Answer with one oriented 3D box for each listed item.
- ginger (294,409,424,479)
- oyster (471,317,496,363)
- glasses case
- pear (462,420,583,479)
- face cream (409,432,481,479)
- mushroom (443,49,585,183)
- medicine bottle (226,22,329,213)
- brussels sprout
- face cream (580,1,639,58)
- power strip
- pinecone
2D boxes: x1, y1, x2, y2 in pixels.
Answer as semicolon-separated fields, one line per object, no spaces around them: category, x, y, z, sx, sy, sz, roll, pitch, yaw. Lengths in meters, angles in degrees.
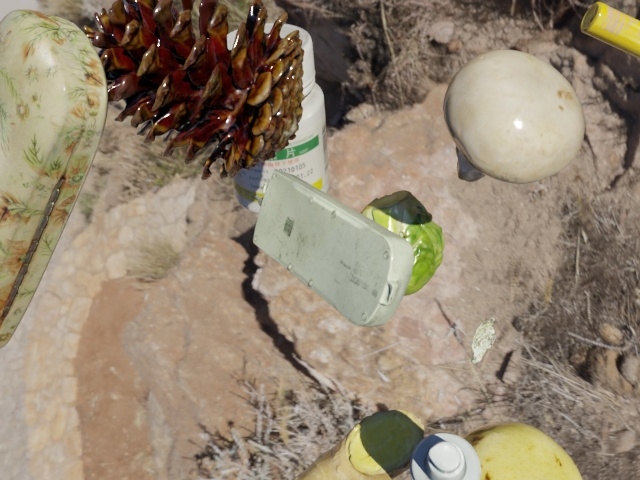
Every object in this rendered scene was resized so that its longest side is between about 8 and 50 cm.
ginger;0.057;0.437;1.214;0.354;0.190;0.126;-44;54;24
oyster;0.402;0.243;1.595;0.098;0.100;0.037;-39;49;-23
glasses case;-0.341;-0.042;0.699;0.156;0.098;0.425;53;124;25
pear;0.410;0.542;1.394;0.309;0.309;0.309;-9;71;27
face cream;0.179;0.329;0.930;0.101;0.251;0.101;-4;62;7
mushroom;0.260;-0.160;0.930;0.204;0.204;0.204;-9;71;27
medicine bottle;-0.094;-0.237;1.295;0.208;0.339;0.208;-3;41;3
brussels sprout;0.161;0.011;1.352;0.161;0.223;0.223;-13;68;47
face cream;0.783;-0.499;1.605;0.274;0.078;0.078;20;84;-10
power strip;0.000;0.000;0.585;0.227;0.029;0.079;35;111;47
pinecone;-0.156;-0.212;0.828;0.246;0.292;0.246;-60;14;25
